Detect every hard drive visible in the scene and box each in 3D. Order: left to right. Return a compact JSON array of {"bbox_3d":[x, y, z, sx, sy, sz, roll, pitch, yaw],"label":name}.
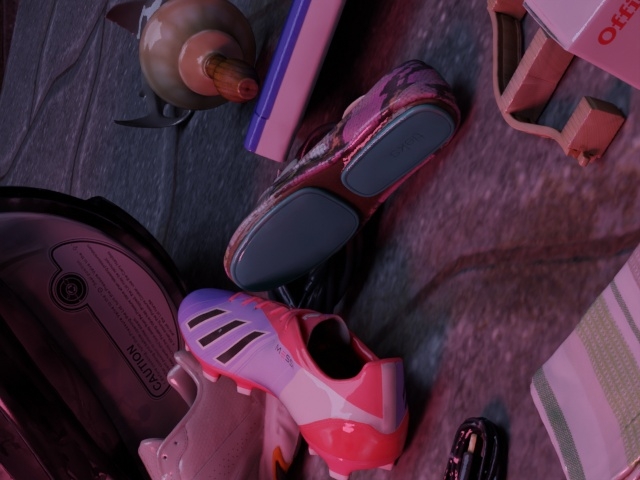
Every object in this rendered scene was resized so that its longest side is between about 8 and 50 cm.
[{"bbox_3d":[0.008,-0.236,1.111,0.210,0.040,0.319,-94,25,-77],"label":"hard drive"}]

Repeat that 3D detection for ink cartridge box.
[{"bbox_3d":[0.163,-0.103,0.550,0.088,0.122,0.052,-55,32,23],"label":"ink cartridge box"}]

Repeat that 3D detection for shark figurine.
[{"bbox_3d":[-0.220,-0.250,1.632,0.166,0.116,0.278,-25,51,63],"label":"shark figurine"}]

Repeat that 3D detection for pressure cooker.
[{"bbox_3d":[-0.303,0.132,1.233,0.420,0.369,0.376,-177,99,-71],"label":"pressure cooker"}]

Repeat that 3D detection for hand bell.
[{"bbox_3d":[-0.097,-0.165,1.255,0.126,0.126,0.242,-69,21,11],"label":"hand bell"}]

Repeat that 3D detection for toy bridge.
[{"bbox_3d":[0.137,-0.102,0.809,0.188,0.026,0.063,-104,34,-50],"label":"toy bridge"}]

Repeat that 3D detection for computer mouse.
[{"bbox_3d":[0.068,0.219,0.735,0.071,0.041,0.242,-29,49,61],"label":"computer mouse"}]

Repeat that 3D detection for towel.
[{"bbox_3d":[0.161,0.057,0.649,0.152,0.023,0.113,-60,27,30],"label":"towel"}]

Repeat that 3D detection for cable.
[{"bbox_3d":[0.000,0.000,1.047,0.150,0.047,0.184,-25,54,52],"label":"cable"}]

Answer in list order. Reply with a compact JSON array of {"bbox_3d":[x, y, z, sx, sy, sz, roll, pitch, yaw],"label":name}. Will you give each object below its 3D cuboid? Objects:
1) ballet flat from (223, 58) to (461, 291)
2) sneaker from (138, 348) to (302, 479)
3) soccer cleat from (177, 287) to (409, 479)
[{"bbox_3d":[0.012,-0.050,0.957,0.221,0.077,0.079,-43,34,22],"label":"ballet flat"},{"bbox_3d":[-0.086,0.204,0.985,0.099,0.121,0.262,125,154,-60],"label":"sneaker"},{"bbox_3d":[-0.021,0.077,0.923,0.248,0.083,0.095,35,124,48],"label":"soccer cleat"}]
